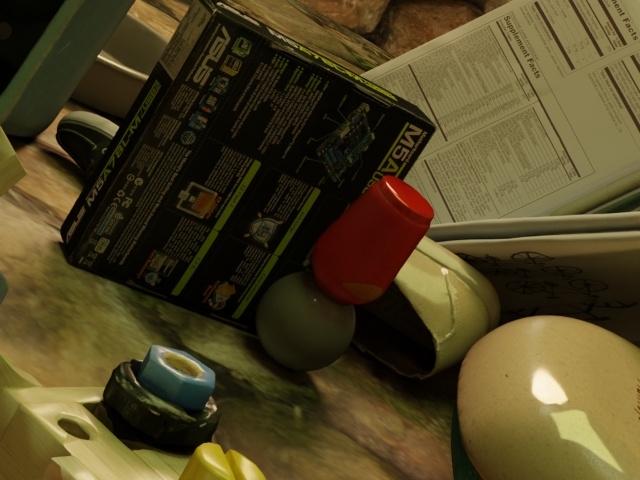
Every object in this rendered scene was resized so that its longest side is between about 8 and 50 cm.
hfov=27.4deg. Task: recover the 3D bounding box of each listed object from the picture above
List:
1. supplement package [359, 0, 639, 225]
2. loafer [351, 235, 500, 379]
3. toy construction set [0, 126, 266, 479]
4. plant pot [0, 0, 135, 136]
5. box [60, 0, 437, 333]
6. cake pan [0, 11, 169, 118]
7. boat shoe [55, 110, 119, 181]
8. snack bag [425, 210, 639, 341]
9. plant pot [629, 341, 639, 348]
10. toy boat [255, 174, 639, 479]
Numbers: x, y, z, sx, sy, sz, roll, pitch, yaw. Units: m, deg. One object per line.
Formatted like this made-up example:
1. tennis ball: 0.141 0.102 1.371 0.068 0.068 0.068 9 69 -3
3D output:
1. supplement package: 0.204 -0.093 1.239 0.198 0.263 0.199 66 5 21
2. loafer: 0.008 0.014 0.987 0.269 0.102 0.092 28 35 7
3. toy construction set: -0.074 0.103 0.440 0.327 0.151 0.215 52 21 25
4. plant pot: -0.248 -0.228 0.999 0.248 0.247 0.252 33 -3 4
5. box: -0.047 -0.040 0.867 0.184 0.190 0.045 22 18 -33
6. cake pan: -0.249 -0.203 1.277 0.293 0.054 0.293 30 14 -8
7. boat shoe: -0.151 -0.050 0.983 0.142 0.049 0.040 32 51 21
8. snack bag: 0.224 0.046 1.108 0.323 0.037 0.342 -4 -19 34
9. plant pot: 0.295 -0.046 1.466 0.306 0.333 0.334 21 14 1
10. toy boat: 0.109 0.106 0.855 0.318 0.148 0.267 41 21 6
